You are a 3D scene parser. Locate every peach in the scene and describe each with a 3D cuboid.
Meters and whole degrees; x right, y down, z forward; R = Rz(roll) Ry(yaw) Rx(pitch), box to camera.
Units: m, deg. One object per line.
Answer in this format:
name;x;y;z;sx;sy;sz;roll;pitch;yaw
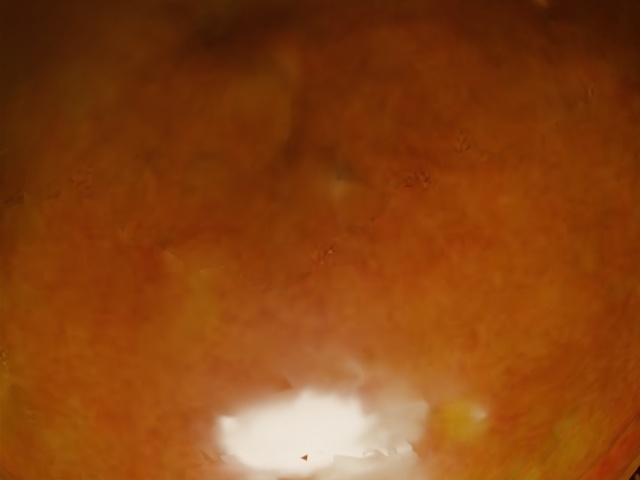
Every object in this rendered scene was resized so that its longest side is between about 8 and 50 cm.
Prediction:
peach;0.000;0.000;0.762;0.343;0.301;0.343;-10;156;-4

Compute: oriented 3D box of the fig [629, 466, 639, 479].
fig;0.168;0.131;1.280;0.186;0.203;0.249;3;159;15
